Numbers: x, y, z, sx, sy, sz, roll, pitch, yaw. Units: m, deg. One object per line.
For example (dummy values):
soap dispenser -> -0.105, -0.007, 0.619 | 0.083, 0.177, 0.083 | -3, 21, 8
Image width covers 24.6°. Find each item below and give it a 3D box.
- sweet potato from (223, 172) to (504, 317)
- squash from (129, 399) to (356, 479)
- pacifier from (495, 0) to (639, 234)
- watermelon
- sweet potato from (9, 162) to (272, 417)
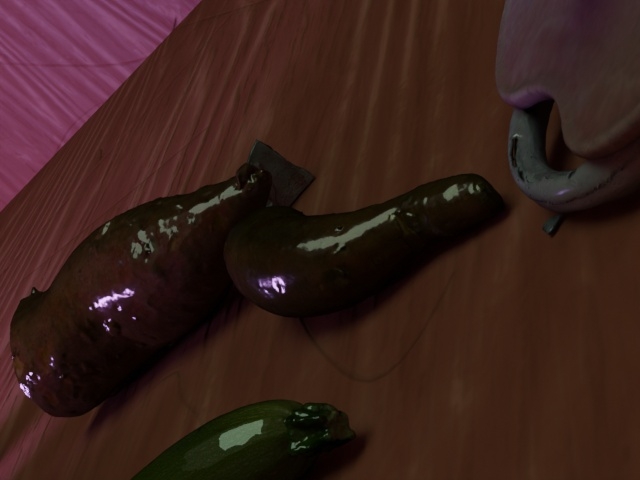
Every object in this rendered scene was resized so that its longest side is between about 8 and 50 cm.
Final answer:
sweet potato -> -0.003, 0.004, 1.025 | 0.108, 0.079, 0.346 | -43, 16, -24
squash -> -0.078, 0.157, 0.899 | 0.252, 0.066, 0.066 | -40, 19, 28
pacifier -> 0.147, -0.175, 0.796 | 0.220, 0.273, 0.332 | -32, 18, 2
watermelon -> -0.035, -0.046, 1.303 | 0.061, 0.085, 0.085 | -9, 32, 19
sweet potato -> -0.141, 0.026, 1.262 | 0.336, 0.131, 0.131 | -39, 19, 34
